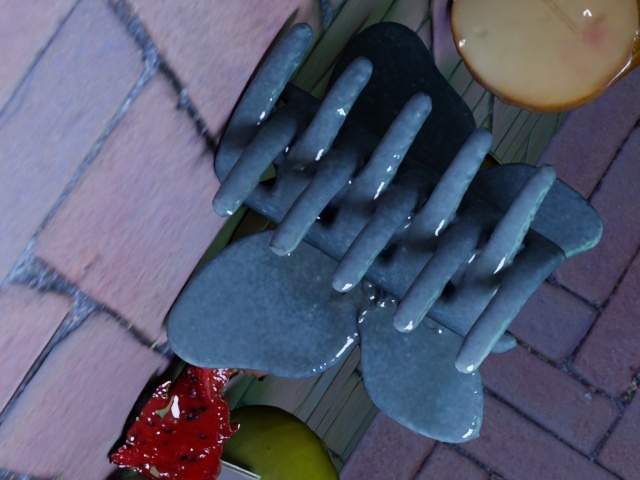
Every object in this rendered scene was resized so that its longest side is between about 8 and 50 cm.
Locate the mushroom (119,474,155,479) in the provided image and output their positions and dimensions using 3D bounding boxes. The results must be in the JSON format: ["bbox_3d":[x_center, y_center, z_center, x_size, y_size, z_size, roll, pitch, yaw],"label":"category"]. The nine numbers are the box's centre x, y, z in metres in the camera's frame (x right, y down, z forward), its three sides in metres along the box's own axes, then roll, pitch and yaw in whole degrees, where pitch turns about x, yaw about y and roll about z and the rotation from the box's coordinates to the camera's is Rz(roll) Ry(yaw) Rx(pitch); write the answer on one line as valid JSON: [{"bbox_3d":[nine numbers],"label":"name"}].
[{"bbox_3d":[-0.183,0.307,1.570,0.148,0.148,0.112,-36,137,-63],"label":"mushroom"}]

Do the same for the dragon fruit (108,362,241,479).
[{"bbox_3d":[-0.147,0.155,1.545,0.092,0.122,0.192,-114,-140,-54],"label":"dragon fruit"}]

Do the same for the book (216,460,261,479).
[{"bbox_3d":[-0.167,0.323,1.723,0.181,0.127,0.014,-59,-159,13],"label":"book"}]

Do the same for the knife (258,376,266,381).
[{"bbox_3d":[-0.060,0.130,1.915,0.045,0.021,0.222,-51,168,-21],"label":"knife"}]

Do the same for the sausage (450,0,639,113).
[{"bbox_3d":[0.304,-0.290,1.836,0.233,0.233,0.287,-63,167,23],"label":"sausage"}]

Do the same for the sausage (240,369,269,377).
[{"bbox_3d":[-0.001,-0.002,1.605,0.088,0.088,0.433,-44,169,-51],"label":"sausage"}]

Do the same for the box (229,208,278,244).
[{"bbox_3d":[-0.057,-0.002,1.520,0.105,0.037,0.105,-54,168,-17],"label":"box"}]

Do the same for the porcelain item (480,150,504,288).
[{"bbox_3d":[0.132,-0.003,1.831,0.253,0.253,0.253,-55,169,-17],"label":"porcelain item"}]

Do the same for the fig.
[{"bbox_3d":[-0.092,0.313,1.846,0.230,0.207,0.207,-29,170,4],"label":"fig"}]

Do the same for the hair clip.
[{"bbox_3d":[0.060,-0.013,1.310,0.392,0.318,0.238,-55,166,-8],"label":"hair clip"}]
